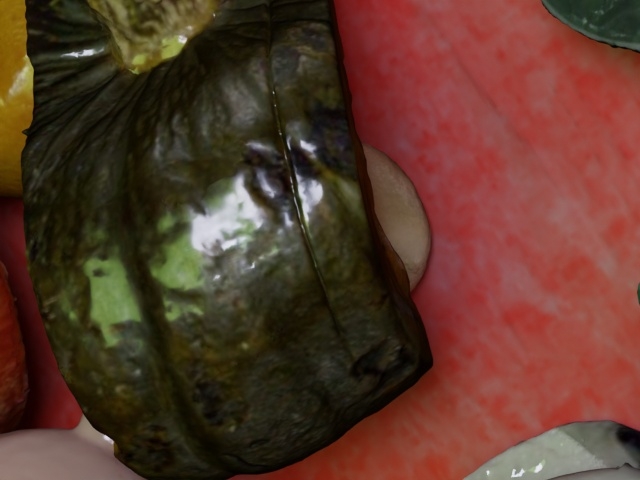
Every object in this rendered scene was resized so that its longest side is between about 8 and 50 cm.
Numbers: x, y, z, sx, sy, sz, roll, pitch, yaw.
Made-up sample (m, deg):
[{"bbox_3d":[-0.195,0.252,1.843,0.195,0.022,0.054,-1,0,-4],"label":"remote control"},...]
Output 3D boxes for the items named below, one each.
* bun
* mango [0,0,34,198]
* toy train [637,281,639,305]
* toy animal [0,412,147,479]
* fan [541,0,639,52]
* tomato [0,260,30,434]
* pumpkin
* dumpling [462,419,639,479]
[{"bbox_3d":[0.000,0.000,0.789,0.086,0.055,0.086,4,99,27],"label":"bun"},{"bbox_3d":[-0.140,-0.071,0.833,0.165,0.089,0.115,-15,90,32],"label":"mango"},{"bbox_3d":[0.251,0.060,0.613,0.238,0.167,0.299,-42,76,30],"label":"toy train"},{"bbox_3d":[-0.122,0.208,0.793,0.221,0.210,0.229,53,150,20],"label":"toy animal"},{"bbox_3d":[0.179,-0.182,0.638,0.294,0.012,0.223,-12,68,46],"label":"fan"},{"bbox_3d":[-0.233,0.025,0.849,0.237,0.095,0.237,29,132,40],"label":"tomato"},{"bbox_3d":[-0.043,-0.034,0.704,0.131,0.126,0.248,-20,88,16],"label":"pumpkin"},{"bbox_3d":[0.112,0.158,0.729,0.150,0.092,0.176,-39,78,22],"label":"dumpling"}]
